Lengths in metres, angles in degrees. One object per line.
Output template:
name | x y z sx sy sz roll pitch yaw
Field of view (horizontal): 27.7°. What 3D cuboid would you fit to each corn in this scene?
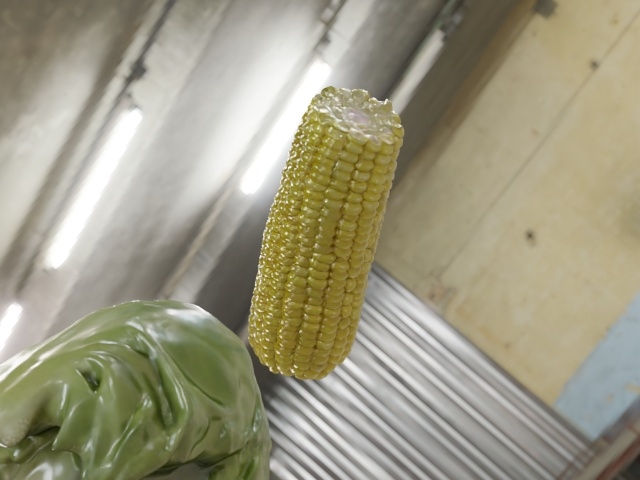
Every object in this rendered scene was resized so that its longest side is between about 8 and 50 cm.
corn | 0.000 0.000 1.044 0.093 0.093 0.244 -31 -40 -53

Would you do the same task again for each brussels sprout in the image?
brussels sprout | -0.228 0.255 1.533 0.361 0.342 0.425 -60 -28 -48
